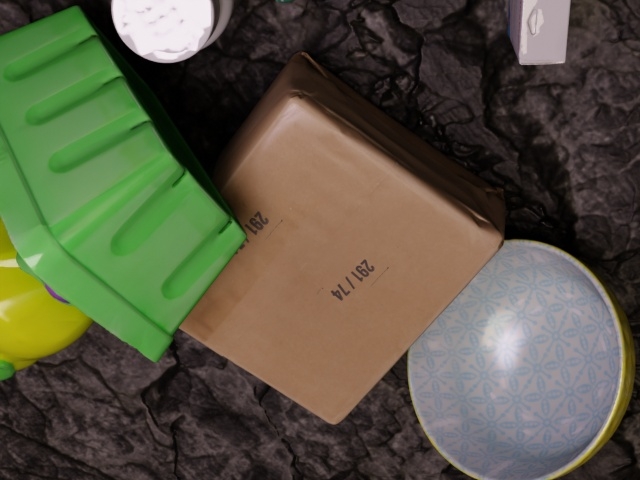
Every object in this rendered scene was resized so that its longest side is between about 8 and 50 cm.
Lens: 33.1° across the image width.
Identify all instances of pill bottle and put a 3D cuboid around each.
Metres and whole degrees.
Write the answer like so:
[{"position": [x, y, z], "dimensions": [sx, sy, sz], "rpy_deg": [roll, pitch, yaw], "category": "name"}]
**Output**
[{"position": [-0.144, -0.265, 1.126], "dimensions": [0.121, 0.221, 0.121], "rpy_deg": [2, 116, 4], "category": "pill bottle"}]

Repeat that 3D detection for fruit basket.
[{"position": [-0.304, -0.014, 1.166], "dimensions": [0.392, 0.392, 0.283], "rpy_deg": [-22, 143, 14], "category": "fruit basket"}]

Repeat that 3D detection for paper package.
[{"position": [0.000, 0.000, 1.274], "dimensions": [0.309, 0.168, 0.325], "rpy_deg": [34, 114, -10], "category": "paper package"}]

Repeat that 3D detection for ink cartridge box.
[{"position": [0.234, -0.249, 1.161], "dimensions": [0.052, 0.122, 0.088], "rpy_deg": [1, 116, 4], "category": "ink cartridge box"}]

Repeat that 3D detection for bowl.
[{"position": [0.265, 0.150, 1.315], "dimensions": [0.156, 0.289, 0.289], "rpy_deg": [12, 127, -51], "category": "bowl"}]

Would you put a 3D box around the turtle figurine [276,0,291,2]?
[{"position": [-0.069, -0.372, 1.123], "dimensions": [0.118, 0.175, 0.234], "rpy_deg": [-24, 77, 41], "category": "turtle figurine"}]
